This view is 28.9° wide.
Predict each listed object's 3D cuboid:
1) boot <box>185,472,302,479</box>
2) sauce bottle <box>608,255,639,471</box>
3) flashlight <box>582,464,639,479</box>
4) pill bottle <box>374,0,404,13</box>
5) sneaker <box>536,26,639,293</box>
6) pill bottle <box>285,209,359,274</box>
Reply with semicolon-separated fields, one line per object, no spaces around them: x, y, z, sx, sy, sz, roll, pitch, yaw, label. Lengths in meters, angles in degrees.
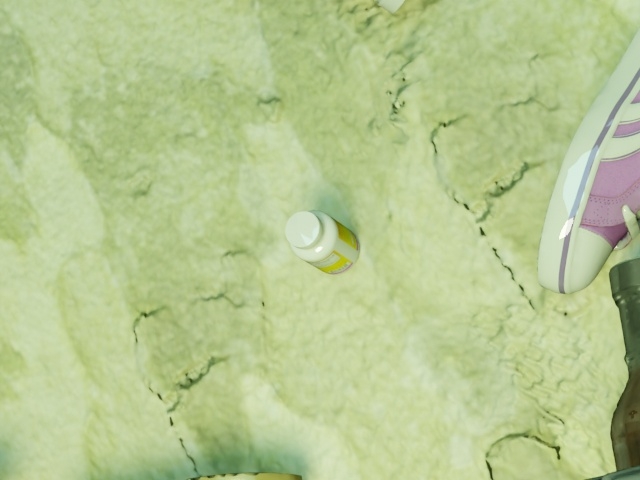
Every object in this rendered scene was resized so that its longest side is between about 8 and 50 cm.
-0.104;0.333;0.999;0.236;0.089;0.270;-15;74;21;boot
0.265;0.179;0.870;0.111;0.111;0.344;-10;74;19;sauce bottle
0.322;0.164;0.778;0.304;0.103;0.103;-9;74;-18;flashlight
0.015;-0.267;1.068;0.160;0.087;0.087;32;90;-7;pill bottle
0.282;-0.064;0.934;0.161;0.102;0.282;28;88;22;sneaker
0.000;0.000;1.036;0.043;0.083;0.043;-5;74;20;pill bottle
